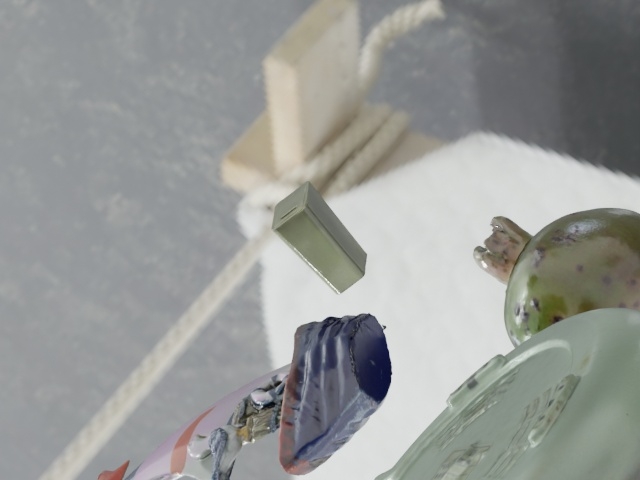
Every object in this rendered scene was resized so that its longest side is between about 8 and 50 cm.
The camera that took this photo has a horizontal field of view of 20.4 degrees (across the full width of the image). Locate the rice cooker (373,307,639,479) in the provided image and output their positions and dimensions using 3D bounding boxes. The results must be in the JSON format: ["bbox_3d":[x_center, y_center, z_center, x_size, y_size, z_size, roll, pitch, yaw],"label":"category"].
[{"bbox_3d":[0.165,0.211,0.980,0.277,0.288,0.288,45,144,-6],"label":"rice cooker"}]

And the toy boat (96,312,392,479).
[{"bbox_3d":[-0.060,0.151,1.539,0.318,0.219,0.072,-22,112,43],"label":"toy boat"}]

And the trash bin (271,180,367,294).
[{"bbox_3d":[0.000,0.000,1.654,0.043,0.061,0.092,-35,109,17],"label":"trash bin"}]

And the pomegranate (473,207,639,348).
[{"bbox_3d":[0.254,0.044,1.716,0.210,0.179,0.179,-116,4,-56],"label":"pomegranate"}]
